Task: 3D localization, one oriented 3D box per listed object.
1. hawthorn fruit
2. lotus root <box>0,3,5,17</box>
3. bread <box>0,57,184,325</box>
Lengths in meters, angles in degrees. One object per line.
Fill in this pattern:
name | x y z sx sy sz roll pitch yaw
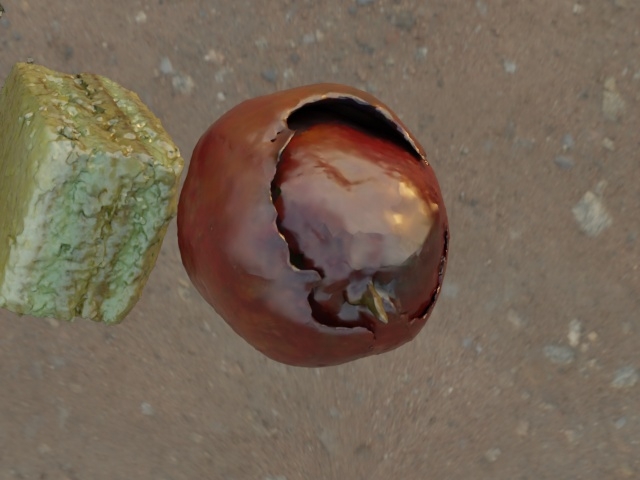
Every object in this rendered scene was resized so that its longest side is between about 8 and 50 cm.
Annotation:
hawthorn fruit | 0.000 0.000 0.585 0.148 0.172 0.148 -5 118 -10
lotus root | -0.371 -0.226 0.753 0.397 0.179 0.196 35 116 10
bread | -0.175 -0.038 0.796 0.102 0.196 0.138 14 106 -28
